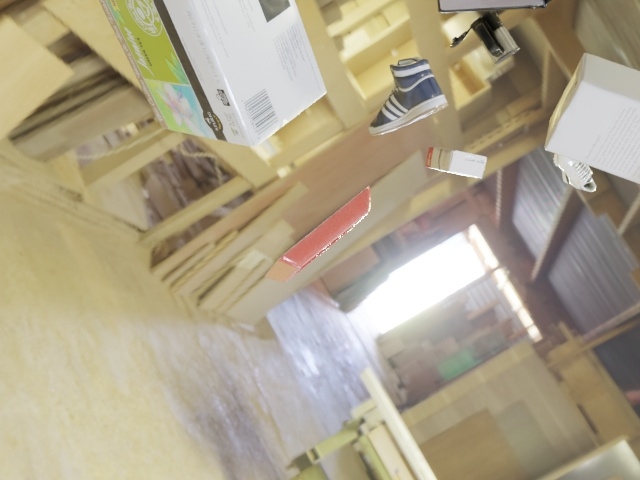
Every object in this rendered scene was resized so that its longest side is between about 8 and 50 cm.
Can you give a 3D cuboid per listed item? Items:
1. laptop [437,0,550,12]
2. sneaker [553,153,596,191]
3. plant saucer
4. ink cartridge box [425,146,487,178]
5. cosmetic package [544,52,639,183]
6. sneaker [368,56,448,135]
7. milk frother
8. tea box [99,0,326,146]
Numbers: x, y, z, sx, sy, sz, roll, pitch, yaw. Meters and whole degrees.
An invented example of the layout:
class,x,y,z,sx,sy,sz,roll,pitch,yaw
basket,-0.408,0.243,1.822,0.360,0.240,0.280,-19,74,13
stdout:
class,x,y,z,sx,sy,sz,roll,pitch,yaw
laptop,0.478,-0.776,1.861,0.236,0.408,0.382,83,5,-65
sneaker,0.807,-0.233,2.461,0.095,0.090,0.235,46,6,39
plant saucer,0.000,0.000,1.752,0.048,0.259,0.258,51,-16,2
ink cartridge box,0.337,-0.196,1.954,0.135,0.099,0.056,-147,-113,-70
cosmetic package,0.842,-0.282,2.014,0.230,0.453,0.161,107,6,-45
sneaker,0.202,-0.372,2.004,0.282,0.099,0.153,-16,-83,57
milk frother,0.461,-0.554,2.217,0.135,0.129,0.143,58,-39,3
tea box,-0.212,-0.390,1.517,0.323,0.220,0.329,17,-40,45
